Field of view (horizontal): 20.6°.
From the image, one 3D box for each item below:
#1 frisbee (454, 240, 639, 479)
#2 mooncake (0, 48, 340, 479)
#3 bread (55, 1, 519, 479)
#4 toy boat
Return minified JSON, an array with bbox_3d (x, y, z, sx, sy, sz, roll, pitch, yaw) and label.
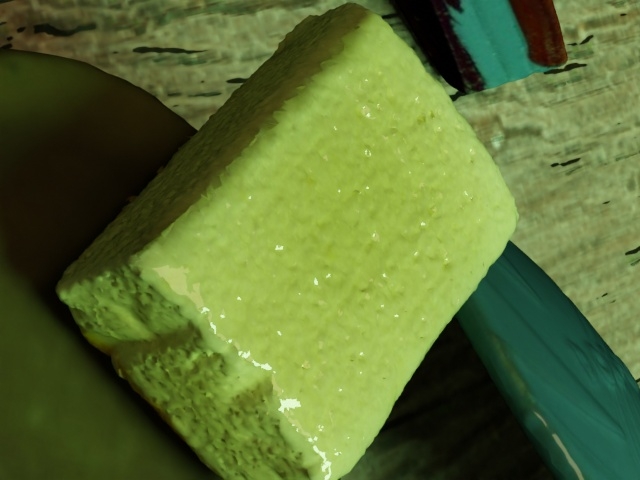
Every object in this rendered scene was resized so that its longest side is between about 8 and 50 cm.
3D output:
[{"bbox_3d":[0.136,0.083,0.880,0.049,0.289,0.289,-34,102,8],"label":"frisbee"},{"bbox_3d":[-0.139,0.072,0.714,0.284,0.155,0.284,11,73,-37],"label":"mooncake"},{"bbox_3d":[-0.004,0.003,0.704,0.125,0.068,0.188,53,48,-17],"label":"bread"},{"bbox_3d":[0.026,-0.241,0.901,0.079,0.136,0.392,-36,124,-9],"label":"toy boat"}]
